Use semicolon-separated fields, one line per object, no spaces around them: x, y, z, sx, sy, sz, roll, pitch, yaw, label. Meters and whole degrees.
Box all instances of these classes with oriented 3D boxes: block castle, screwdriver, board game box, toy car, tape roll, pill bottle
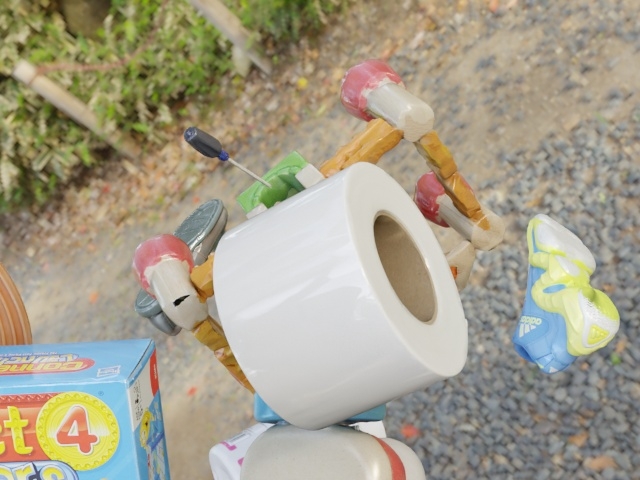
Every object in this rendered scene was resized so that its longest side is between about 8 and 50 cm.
0.000;0.000;1.387;0.453;0.303;0.213;-40;33;-1;block castle
-0.098;-0.091;1.148;0.025;0.170;0.024;-16;65;30;screwdriver
-0.267;0.237;0.765;0.308;0.301;0.086;-4;14;4;board game box
0.042;0.304;1.264;0.210;0.238;0.219;-9;72;33;toy car
0.024;0.060;1.064;0.169;0.246;0.246;-26;33;23;tape roll
-0.036;0.373;1.751;0.283;0.160;0.160;-24;15;-23;pill bottle

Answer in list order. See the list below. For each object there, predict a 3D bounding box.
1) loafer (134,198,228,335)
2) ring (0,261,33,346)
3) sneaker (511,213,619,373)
-0.223;0.045;1.698;0.096;0.084;0.267;-10;39;39;loafer
-0.397;0.051;0.806;0.337;0.336;0.032;-36;26;29;ring
0.260;0.065;1.168;0.126;0.091;0.240;-51;17;23;sneaker
